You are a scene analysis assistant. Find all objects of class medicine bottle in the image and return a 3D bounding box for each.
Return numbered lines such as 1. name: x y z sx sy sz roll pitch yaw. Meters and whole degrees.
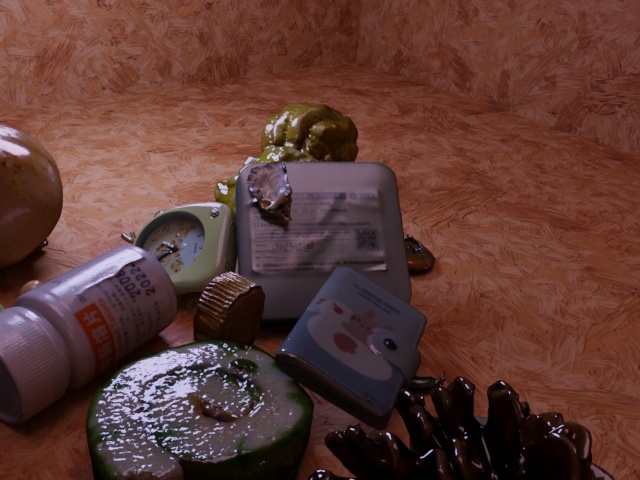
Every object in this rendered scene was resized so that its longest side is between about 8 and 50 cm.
1. medicine bottle: -0.478 0.170 1.211 0.211 0.210 0.371 19 33 26

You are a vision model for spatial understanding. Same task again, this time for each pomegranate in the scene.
1. pomegranate: -0.822 -0.097 1.513 0.412 0.411 0.411 3 29 -2

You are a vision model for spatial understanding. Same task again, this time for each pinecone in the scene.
1. pinecone: 0.153 0.356 0.789 0.385 0.384 0.384 3 29 -2

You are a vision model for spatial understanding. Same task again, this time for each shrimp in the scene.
1. shrimp: 0.221 0.015 1.731 0.150 0.068 0.248 -2 32 -35

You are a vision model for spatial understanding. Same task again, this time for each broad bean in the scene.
1. broad bean: 0.142 0.273 1.275 0.227 0.039 0.069 12 36 13

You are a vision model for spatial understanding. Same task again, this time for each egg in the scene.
1. egg: -0.646 0.129 1.397 0.071 0.083 0.071 6 28 -3

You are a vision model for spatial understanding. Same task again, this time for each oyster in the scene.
1. oyster: -0.107 -0.124 1.413 0.146 0.121 0.045 25 -6 24

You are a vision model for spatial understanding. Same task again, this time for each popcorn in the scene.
1. popcorn: -0.092 -0.085 1.659 0.334 0.293 0.292 -20 32 -9

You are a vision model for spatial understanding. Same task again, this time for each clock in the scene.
1. clock: -0.355 0.029 1.513 0.308 0.096 0.234 -4 59 14

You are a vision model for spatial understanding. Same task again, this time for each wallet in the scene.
1. wallet: 0.080 0.198 1.223 0.252 0.083 0.360 34 33 4

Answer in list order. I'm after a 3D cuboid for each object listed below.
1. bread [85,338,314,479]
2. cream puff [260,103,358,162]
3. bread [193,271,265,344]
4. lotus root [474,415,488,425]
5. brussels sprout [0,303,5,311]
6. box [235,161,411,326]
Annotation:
1. bread: -0.206 0.321 1.053 0.367 0.129 0.382 13 31 16
2. cream puff: -0.037 -0.281 2.044 0.291 0.324 0.257 0 61 26
3. bread: -0.195 0.159 1.285 0.114 0.190 0.132 24 29 26
4. lotus root: 0.289 0.371 1.080 0.143 0.070 0.144 3 29 -1
5. brussels sprout: -0.706 0.183 1.235 0.181 0.143 0.161 2 40 48
6. box: 0.001 0.000 1.470 0.396 0.111 0.396 -1 70 -10
